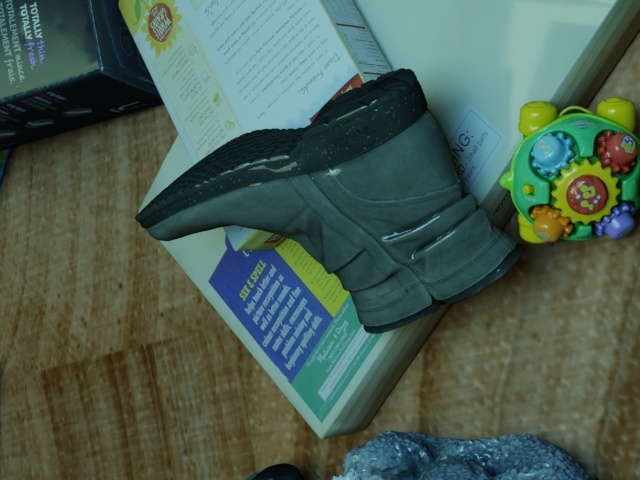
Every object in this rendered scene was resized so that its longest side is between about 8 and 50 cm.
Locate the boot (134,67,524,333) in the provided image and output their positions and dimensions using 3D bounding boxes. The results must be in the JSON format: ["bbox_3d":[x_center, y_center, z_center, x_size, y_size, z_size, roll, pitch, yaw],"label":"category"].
[{"bbox_3d":[0.000,0.000,0.916,0.246,0.083,0.161,-19,109,32],"label":"boot"}]

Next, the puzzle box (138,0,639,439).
[{"bbox_3d":[0.033,-0.091,1.002,0.272,0.052,0.409,48,121,29],"label":"puzzle box"}]

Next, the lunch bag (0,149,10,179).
[{"bbox_3d":[-0.387,-0.111,1.352,0.176,0.090,0.219,39,114,37],"label":"lunch bag"}]

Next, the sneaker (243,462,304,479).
[{"bbox_3d":[-0.069,0.260,1.100,0.224,0.083,0.098,-38,90,38],"label":"sneaker"}]

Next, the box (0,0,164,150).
[{"bbox_3d":[-0.284,-0.172,1.164,0.270,0.143,0.165,-13,82,17],"label":"box"}]

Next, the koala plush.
[{"bbox_3d":[0.066,0.217,0.866,0.203,0.221,0.196,-18,79,40],"label":"koala plush"}]

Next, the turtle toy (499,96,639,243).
[{"bbox_3d":[0.178,-0.038,0.851,0.130,0.066,0.095,-3,110,3],"label":"turtle toy"}]

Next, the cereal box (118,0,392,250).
[{"bbox_3d":[-0.048,-0.136,1.006,0.173,0.047,0.240,-41,66,34],"label":"cereal box"}]
